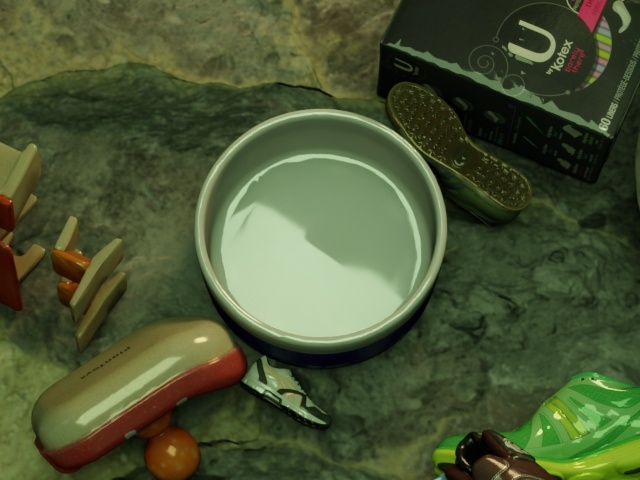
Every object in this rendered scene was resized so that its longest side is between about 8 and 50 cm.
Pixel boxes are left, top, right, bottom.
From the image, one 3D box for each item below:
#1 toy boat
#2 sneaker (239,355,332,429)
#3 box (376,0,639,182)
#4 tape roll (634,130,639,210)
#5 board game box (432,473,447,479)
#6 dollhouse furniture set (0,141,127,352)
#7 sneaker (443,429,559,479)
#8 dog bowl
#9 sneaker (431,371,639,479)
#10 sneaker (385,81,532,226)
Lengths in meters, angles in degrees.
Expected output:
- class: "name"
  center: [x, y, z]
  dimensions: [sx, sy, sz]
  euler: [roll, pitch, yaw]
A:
- class: "toy boat"
  center: [-0.174, 0.182, 1.882]
  dimensions: [0.231, 0.151, 0.151]
  euler: [-33, 105, -10]
- class: "sneaker"
  center: [-0.032, 0.160, 1.924]
  dimensions: [0.109, 0.040, 0.044]
  euler: [32, 72, 10]
- class: "box"
  center: [0.215, -0.203, 1.991]
  dimensions: [0.270, 0.143, 0.165]
  euler: [23, 72, 8]
- class: "tape roll"
  center: [0.518, -0.058, 1.905]
  dimensions: [0.392, 0.072, 0.392]
  euler: [5, 66, -12]
- class: "board game box"
  center: [0.161, 0.342, 1.800]
  dimensions: [0.039, 0.160, 0.211]
  euler: [-30, 74, -10]
- class: "dollhouse furniture set"
  center: [-0.349, -0.001, 1.864]
  dimensions: [0.262, 0.259, 0.135]
  euler: [26, 64, 10]
- class: "sneaker"
  center: [0.207, 0.249, 1.777]
  dimensions: [0.162, 0.281, 0.106]
  euler: [41, 87, 21]
- class: "dog bowl"
  center: [0.000, 0.000, 1.944]
  dimensions: [0.265, 0.104, 0.265]
  euler: [0, 71, 0]
- class: "sneaker"
  center: [0.260, 0.207, 1.889]
  dimensions: [0.295, 0.109, 0.123]
  euler: [-8, 49, -1]
- class: "sneaker"
  center: [0.139, -0.084, 1.980]
  dimensions: [0.192, 0.086, 0.064]
  euler: [41, 66, 7]
